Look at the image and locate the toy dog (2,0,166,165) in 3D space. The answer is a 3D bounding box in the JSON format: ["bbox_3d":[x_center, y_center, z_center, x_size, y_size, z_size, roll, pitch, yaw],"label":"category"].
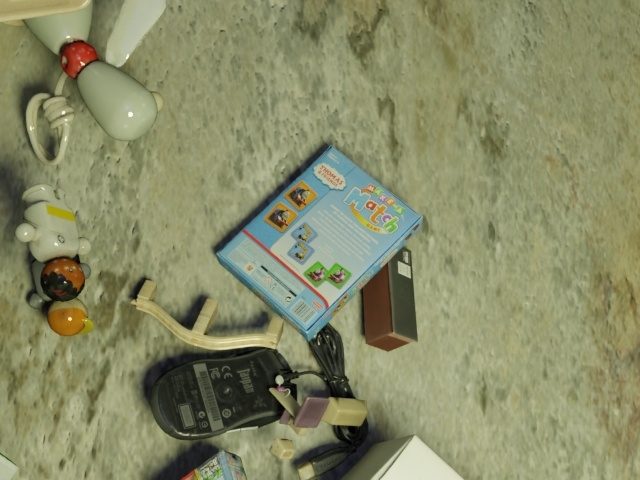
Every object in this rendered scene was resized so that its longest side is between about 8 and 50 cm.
[{"bbox_3d":[-0.286,-0.271,1.442,0.161,0.220,0.333,-20,89,-46],"label":"toy dog"}]

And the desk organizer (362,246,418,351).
[{"bbox_3d":[0.087,0.072,1.486,0.047,0.050,0.130,22,54,-39],"label":"desk organizer"}]

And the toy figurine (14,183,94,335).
[{"bbox_3d":[-0.364,0.047,1.328,0.210,0.213,0.148,-10,68,-17],"label":"toy figurine"}]

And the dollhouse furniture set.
[{"bbox_3d":[-0.011,0.209,1.411,0.114,0.081,0.091,11,112,-40],"label":"dollhouse furniture set"}]

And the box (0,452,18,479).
[{"bbox_3d":[-0.510,0.256,1.251,0.262,0.126,0.231,28,73,22],"label":"box"}]

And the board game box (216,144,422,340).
[{"bbox_3d":[0.000,0.000,1.469,0.160,0.039,0.211,40,74,20],"label":"board game box"}]

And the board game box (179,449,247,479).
[{"bbox_3d":[-0.132,0.375,1.317,0.194,0.060,0.194,-36,65,4],"label":"board game box"}]

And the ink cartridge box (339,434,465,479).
[{"bbox_3d":[0.151,0.363,1.353,0.283,0.207,0.117,43,73,1],"label":"ink cartridge box"}]

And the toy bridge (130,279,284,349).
[{"bbox_3d":[-0.143,0.100,1.421,0.188,0.026,0.063,15,45,6],"label":"toy bridge"}]

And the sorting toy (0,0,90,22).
[{"bbox_3d":[-0.384,-0.328,1.301,0.208,0.038,0.193,-20,81,-36],"label":"sorting toy"}]

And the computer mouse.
[{"bbox_3d":[-0.072,0.217,1.425,0.262,0.060,0.184,-17,77,-25],"label":"computer mouse"}]
